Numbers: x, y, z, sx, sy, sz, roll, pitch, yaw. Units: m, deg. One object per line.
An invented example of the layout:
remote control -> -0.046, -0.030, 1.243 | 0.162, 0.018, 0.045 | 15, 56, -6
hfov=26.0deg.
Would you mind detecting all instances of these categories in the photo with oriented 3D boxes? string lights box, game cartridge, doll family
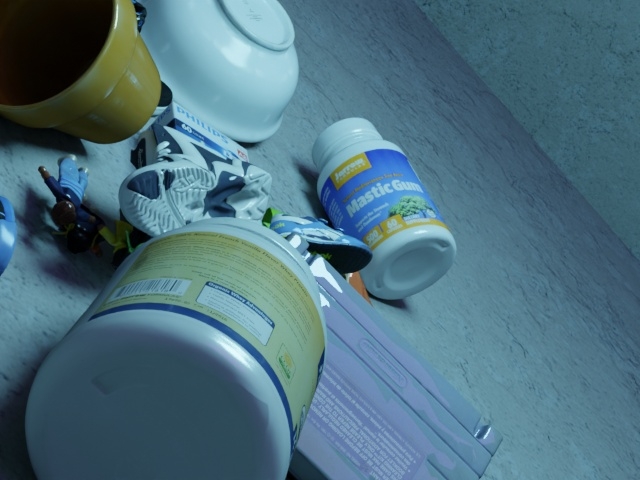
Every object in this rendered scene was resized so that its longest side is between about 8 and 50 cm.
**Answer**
string lights box -> -0.149, -0.051, 1.734 | 0.133, 0.077, 0.260 | 33, 25, -30
game cartridge -> 0.029, 0.185, 1.562 | 0.355, 0.068, 0.230 | 45, 52, -7
doll family -> -0.238, -0.011, 1.504 | 0.193, 0.076, 0.111 | 34, 28, -20

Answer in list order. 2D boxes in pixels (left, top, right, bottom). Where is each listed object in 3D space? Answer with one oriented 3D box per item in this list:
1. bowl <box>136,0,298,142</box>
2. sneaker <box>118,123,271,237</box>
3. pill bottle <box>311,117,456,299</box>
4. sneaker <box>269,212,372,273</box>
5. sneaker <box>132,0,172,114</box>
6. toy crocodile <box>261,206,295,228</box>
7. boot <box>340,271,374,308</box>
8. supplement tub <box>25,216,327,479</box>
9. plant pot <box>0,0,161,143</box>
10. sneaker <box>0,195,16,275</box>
bowl -> -0.133, -0.302, 2.076 | 0.298, 0.134, 0.298 | 32, 34, -26
sneaker -> -0.177, -0.068, 1.533 | 0.153, 0.094, 0.235 | 22, 22, 29
pill bottle -> 0.085, -0.057, 2.106 | 0.152, 0.152, 0.272 | 24, 31, -48
sneaker -> 0.000, 0.000, 1.704 | 0.144, 0.053, 0.059 | 16, 36, -29
sneaker -> -0.250, -0.251, 1.836 | 0.217, 0.121, 0.079 | 27, 30, -44
toy crocodile -> -0.024, 0.082, 1.725 | 0.115, 0.105, 0.341 | 12, 40, -31
boot -> 0.042, 0.081, 1.916 | 0.084, 0.059, 0.158 | 40, 30, -28
supplement tub -> -0.116, 0.119, 1.274 | 0.228, 0.228, 0.316 | 45, 21, -8
plant pot -> -0.284, -0.206, 1.615 | 0.205, 0.205, 0.188 | 59, 7, 28
sneaker -> -0.361, -0.049, 1.319 | 0.090, 0.081, 0.232 | 24, 24, -42
